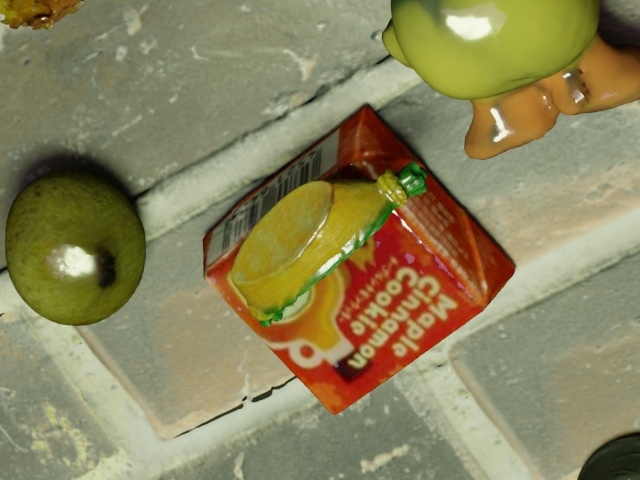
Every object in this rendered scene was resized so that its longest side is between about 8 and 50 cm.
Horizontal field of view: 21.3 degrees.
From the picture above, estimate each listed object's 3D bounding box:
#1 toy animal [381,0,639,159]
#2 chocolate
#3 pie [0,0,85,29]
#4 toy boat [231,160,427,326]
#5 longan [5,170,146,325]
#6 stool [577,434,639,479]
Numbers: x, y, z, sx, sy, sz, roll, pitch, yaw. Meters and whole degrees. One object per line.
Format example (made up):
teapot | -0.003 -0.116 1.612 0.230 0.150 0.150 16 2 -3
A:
toy animal | 0.137 -0.234 1.502 0.216 0.191 0.338 -25 107 21
chocolate | 0.032 0.030 1.693 0.237 0.108 0.235 -37 104 22
pie | -0.286 -0.341 1.594 0.308 0.085 0.308 4 120 8
toy boat | 0.000 0.000 1.589 0.088 0.089 0.229 22 125 -42
longan | -0.256 0.005 1.726 0.176 0.145 0.155 24 97 44
stool | 0.336 0.273 1.728 0.153 0.139 0.228 3 118 8
